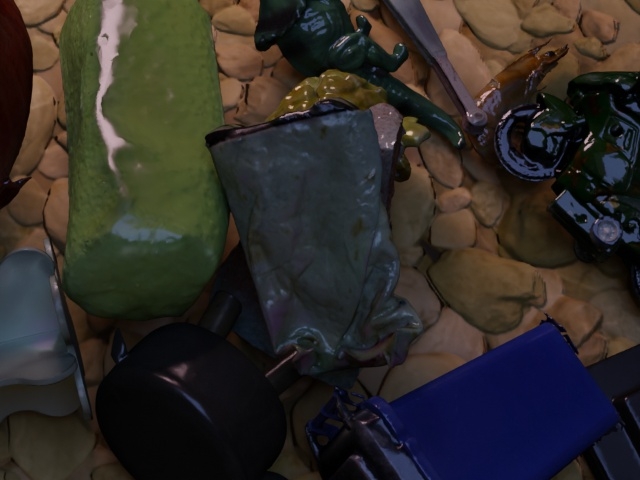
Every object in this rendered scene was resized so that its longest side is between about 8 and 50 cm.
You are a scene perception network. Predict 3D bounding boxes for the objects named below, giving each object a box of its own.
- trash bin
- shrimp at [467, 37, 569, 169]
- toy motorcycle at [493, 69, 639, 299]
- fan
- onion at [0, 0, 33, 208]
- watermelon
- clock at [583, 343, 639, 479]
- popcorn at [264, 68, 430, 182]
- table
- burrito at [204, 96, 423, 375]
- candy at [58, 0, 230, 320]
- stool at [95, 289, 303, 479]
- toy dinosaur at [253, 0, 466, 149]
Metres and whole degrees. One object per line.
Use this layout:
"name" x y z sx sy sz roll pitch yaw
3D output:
"trash bin" 0.125 0.174 1.405 0.234 0.162 0.184 -29 77 -25
"shrimp" 0.212 -0.133 1.597 0.095 0.045 0.162 44 66 7
"toy motorcycle" 0.312 -0.059 1.549 0.187 0.125 0.274 -42 85 -11
"fan" 0.088 -0.218 1.595 0.057 0.023 0.282 -8 59 -37
"onion" -0.401 -0.132 1.356 0.354 0.353 0.353 4 68 -10
"watermelon" 0.008 -0.010 1.423 0.154 0.241 0.094 23 22 0
"clock" 0.396 0.204 1.500 0.273 0.049 0.279 -22 74 -18
"popcorn" 0.020 -0.090 1.495 0.162 0.135 0.141 8 50 2
"table" -0.307 0.096 1.354 0.198 0.166 0.166 -14 72 -8
"burrito" 0.000 0.000 1.343 0.144 0.089 0.229 -13 96 14
"candy" -0.159 -0.089 1.417 0.142 0.132 0.343 22 42 -30
"stool" -0.090 0.158 1.385 0.139 0.153 0.228 -46 126 -39
"toy dinosaur" 0.029 -0.202 1.574 0.292 0.079 0.120 29 71 -13
